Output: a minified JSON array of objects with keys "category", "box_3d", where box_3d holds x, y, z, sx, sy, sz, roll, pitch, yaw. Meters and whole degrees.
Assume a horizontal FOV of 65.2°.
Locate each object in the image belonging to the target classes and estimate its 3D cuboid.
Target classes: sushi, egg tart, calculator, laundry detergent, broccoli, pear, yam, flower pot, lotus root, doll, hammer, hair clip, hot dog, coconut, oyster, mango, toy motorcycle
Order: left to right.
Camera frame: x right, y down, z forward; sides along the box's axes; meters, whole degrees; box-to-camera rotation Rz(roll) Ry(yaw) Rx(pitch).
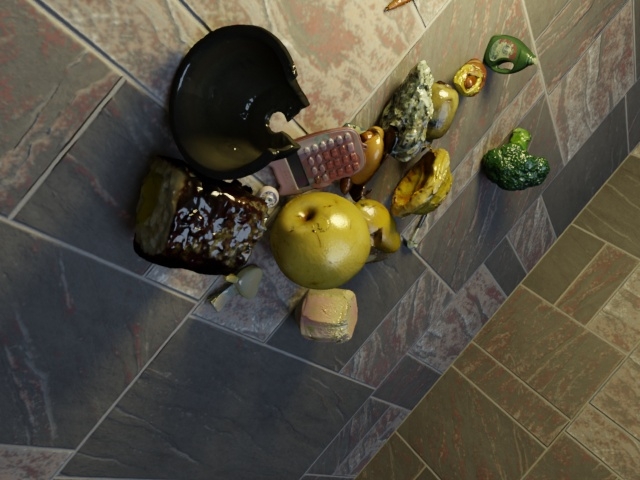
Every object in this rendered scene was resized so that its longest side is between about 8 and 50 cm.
[{"category":"sushi","box_3d":[-0.342,-0.053,1.379,0.294,0.281,0.299,15,116,-43]},{"category":"hair clip","box_3d":[-0.298,0.159,1.766,0.219,0.071,0.159,-38,137,-19]},{"category":"toy motorcycle","box_3d":[-0.229,-0.070,1.631,0.113,0.112,0.254,16,110,-48]},{"category":"flower pot","box_3d":[-0.182,-0.340,1.316,0.379,0.380,0.251,-62,160,15]},{"category":"calculator","box_3d":[-0.007,-0.258,1.622,0.330,0.048,0.220,-16,136,4]},{"category":"pear","box_3d":[0.000,0.000,1.701,0.349,0.348,0.348,-24,134,-27]},{"category":"coconut","box_3d":[0.014,0.304,2.035,0.233,0.246,0.232,0,90,-73]},{"category":"doll","box_3d":[0.124,-0.382,1.746,0.125,0.027,0.037,6,116,-45]},{"category":"hot dog","box_3d":[0.142,-0.273,1.741,0.107,0.194,0.325,19,120,-14]},{"category":"yam","box_3d":[0.187,0.034,2.059,0.239,0.127,0.129,-8,169,-38]},{"category":"mango","box_3d":[0.215,-0.051,1.953,0.262,0.130,0.167,33,66,-22]},{"category":"oyster","box_3d":[0.310,-0.454,1.748,0.163,0.158,0.350,0,122,-21]},{"category":"hammer","box_3d":[0.453,-0.074,2.289,0.103,0.029,0.246,3,117,-44]},{"category":"egg tart","box_3d":[0.404,-0.206,1.925,0.132,0.341,0.341,35,96,-12]},{"category":"lotus root","box_3d":[0.411,-0.451,1.860,0.154,0.154,0.277,-5,125,-40]},{"category":"hot dog","box_3d":[0.571,-0.608,1.861,0.261,0.093,0.123,-49,135,-43]},{"category":"laundry detergent","box_3d":[0.728,-0.697,1.904,0.063,0.211,0.137,-6,125,-40]},{"category":"broccoli","box_3d":[0.916,-0.365,2.319,0.297,0.298,0.297,43,67,-50]}]

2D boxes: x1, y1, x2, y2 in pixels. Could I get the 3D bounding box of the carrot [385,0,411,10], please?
[{"category":"carrot","box_3d":[0.292,-0.780,1.578,0.216,0.048,0.048,-36,139,-8]}]
